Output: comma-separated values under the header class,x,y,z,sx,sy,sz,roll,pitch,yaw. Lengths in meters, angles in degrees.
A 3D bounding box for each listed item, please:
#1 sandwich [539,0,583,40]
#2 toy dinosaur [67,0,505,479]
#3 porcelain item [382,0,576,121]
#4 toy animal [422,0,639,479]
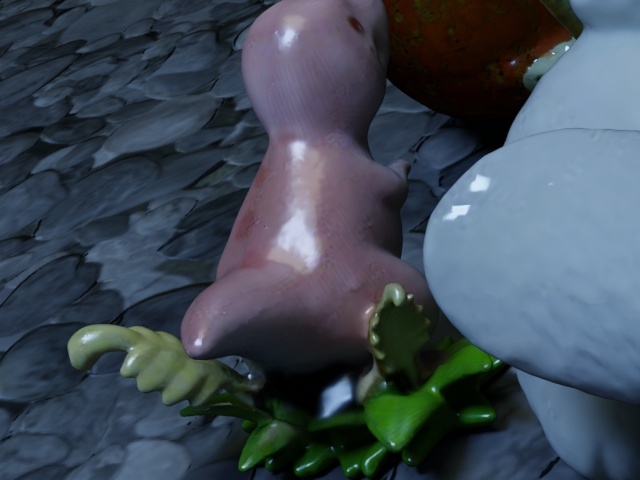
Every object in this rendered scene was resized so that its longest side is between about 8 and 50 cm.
class,x,y,z,sx,sy,sz,roll,pitch,yaw
sandwich,0.174,-0.128,0.791,0.117,0.187,0.144,-49,25,16
toy dinosaur,0.004,0.001,0.715,0.152,0.177,0.194,4,38,47
porcelain item,0.125,-0.190,0.923,0.253,0.253,0.253,-19,25,9
toy animal,0.181,-0.006,0.545,0.272,0.206,0.265,-24,21,-6
